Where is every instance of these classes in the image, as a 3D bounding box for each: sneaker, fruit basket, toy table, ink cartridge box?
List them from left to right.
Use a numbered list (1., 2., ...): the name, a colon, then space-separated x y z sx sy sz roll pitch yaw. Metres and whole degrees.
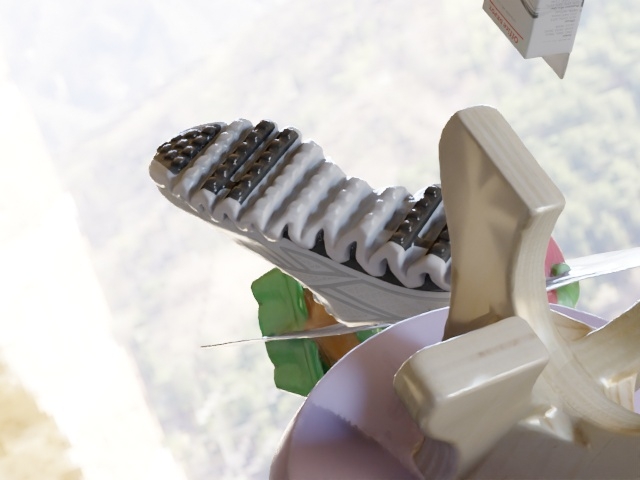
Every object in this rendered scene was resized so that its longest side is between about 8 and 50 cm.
1. sneaker: 0.000 0.000 1.366 0.292 0.118 0.110 22 46 24
2. fruit basket: 0.120 0.061 1.667 0.327 0.165 0.353 -15 8 -41
3. ink cartridge box: 0.225 -0.263 1.976 0.060 0.180 0.104 -10 42 -22
4. toy table: 0.115 0.073 0.938 0.274 0.252 0.161 -31 -19 -42
